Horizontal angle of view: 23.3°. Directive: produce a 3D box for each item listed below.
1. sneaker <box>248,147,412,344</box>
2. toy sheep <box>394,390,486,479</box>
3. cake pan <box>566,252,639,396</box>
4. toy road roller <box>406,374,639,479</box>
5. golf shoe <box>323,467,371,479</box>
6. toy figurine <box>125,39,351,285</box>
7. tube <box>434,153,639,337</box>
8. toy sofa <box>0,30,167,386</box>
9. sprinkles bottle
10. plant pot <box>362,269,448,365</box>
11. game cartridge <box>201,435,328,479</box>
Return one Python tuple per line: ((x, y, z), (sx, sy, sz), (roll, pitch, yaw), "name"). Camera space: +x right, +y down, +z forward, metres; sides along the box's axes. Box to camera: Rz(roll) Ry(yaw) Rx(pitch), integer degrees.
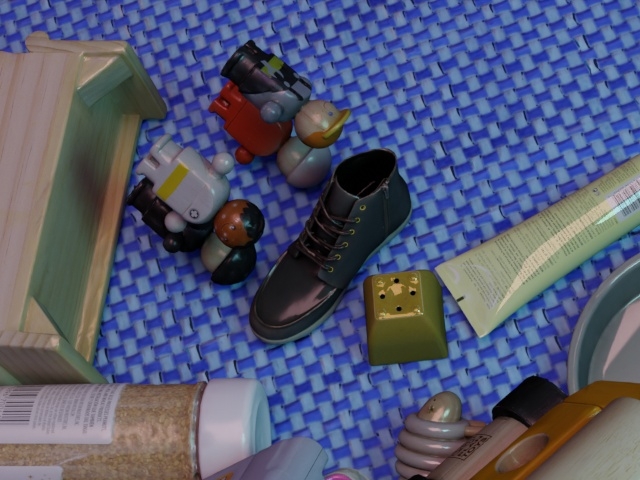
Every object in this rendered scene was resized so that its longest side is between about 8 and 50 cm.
((0.000, 0.000, 1.563), (0.083, 0.118, 0.222), (36, 76, 22), "sneaker")
((0.113, 0.208, 1.470), (0.091, 0.091, 0.132), (7, 92, 13), "toy sheep")
((0.382, 0.135, 1.472), (0.293, 0.054, 0.293), (-4, 65, 8), "cake pan")
((0.224, 0.263, 1.306), (0.202, 0.329, 0.241), (-38, 98, -18), "toy road roller")
((0.008, 0.350, 1.391), (0.115, 0.140, 0.306), (-1, 67, 8), "golf shoe")
((-0.078, -0.073, 1.556), (0.148, 0.209, 0.213), (40, 73, -1), "toy figurine")
((0.238, -0.001, 1.562), (0.240, 0.062, 0.070), (-32, 21, 0), "tube")
((-0.289, -0.025, 1.608), (0.177, 0.150, 0.363), (1, 66, 15), "toy sofa")
((-0.230, 0.197, 1.511), (0.355, 0.121, 0.121), (-2, 65, 9), "sprinkles bottle")
((0.080, 0.070, 1.537), (0.081, 0.083, 0.082), (-7, 66, 7), "plant pot")
((-0.138, 0.289, 1.364), (0.297, 0.198, 0.062), (-30, 99, 29), "game cartridge")
